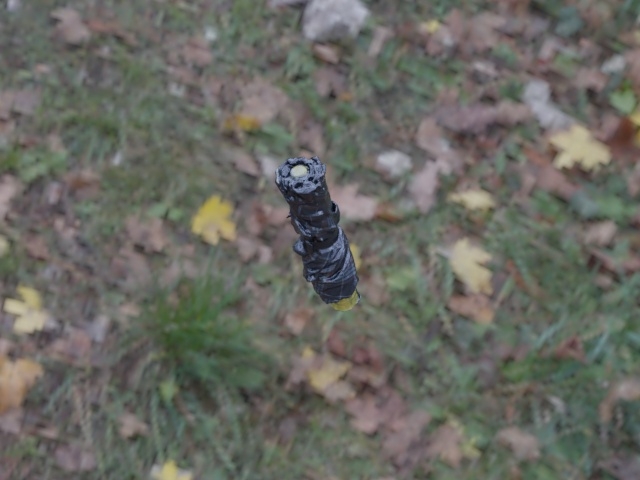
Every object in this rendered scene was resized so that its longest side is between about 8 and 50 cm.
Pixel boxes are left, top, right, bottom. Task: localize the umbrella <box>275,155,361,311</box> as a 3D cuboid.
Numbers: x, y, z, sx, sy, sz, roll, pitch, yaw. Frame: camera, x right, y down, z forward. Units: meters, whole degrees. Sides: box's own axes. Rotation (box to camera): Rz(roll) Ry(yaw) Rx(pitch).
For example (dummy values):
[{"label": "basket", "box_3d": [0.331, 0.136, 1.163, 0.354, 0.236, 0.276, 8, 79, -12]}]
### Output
[{"label": "umbrella", "box_3d": [0.000, 0.000, 1.087, 0.040, 0.144, 0.037, -23, 48, -3]}]
